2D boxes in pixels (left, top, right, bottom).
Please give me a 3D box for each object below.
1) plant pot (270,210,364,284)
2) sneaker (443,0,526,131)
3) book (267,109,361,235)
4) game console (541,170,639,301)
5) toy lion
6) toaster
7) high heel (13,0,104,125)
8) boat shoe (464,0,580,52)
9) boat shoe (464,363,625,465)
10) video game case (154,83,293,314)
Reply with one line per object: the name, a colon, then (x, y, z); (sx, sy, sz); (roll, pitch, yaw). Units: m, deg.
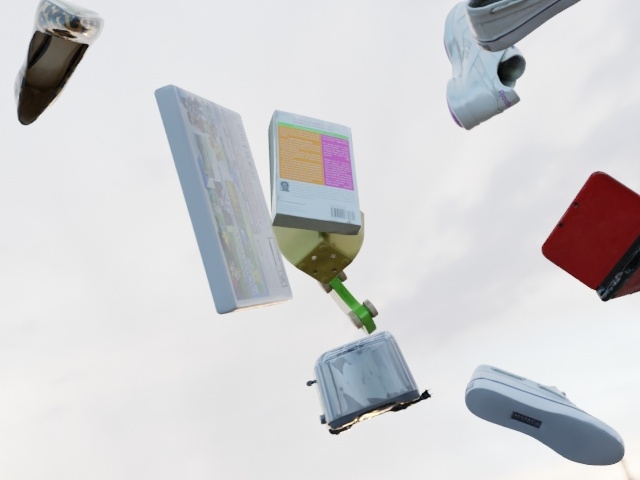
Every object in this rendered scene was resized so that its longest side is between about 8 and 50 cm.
plant pot: (0.000, 0.000, 1.105); (0.081, 0.083, 0.081); (33, -61, -28)
sneaker: (0.311, -0.338, 1.816); (0.152, 0.305, 0.114); (-20, -40, 28)
book: (-0.007, -0.074, 1.078); (0.096, 0.144, 0.035); (8, -38, -14)
game console: (0.330, -0.010, 1.043); (0.124, 0.085, 0.144); (-12, -33, -26)
toy lion: (0.035, 0.079, 1.195); (0.034, 0.100, 0.096); (-37, -30, -8)
toaster: (0.090, 0.269, 1.878); (0.227, 0.146, 0.129); (-19, -17, -8)
high heel: (-0.374, -0.240, 1.362); (0.093, 0.186, 0.261); (17, 4, -22)
boat shoe: (0.314, -0.376, 1.362); (0.267, 0.096, 0.088); (-35, -46, 2)
boat shoe: (0.354, 0.262, 1.521); (0.258, 0.084, 0.095); (26, -51, 3)
video game case: (-0.139, -0.056, 1.481); (0.036, 0.329, 0.300); (-17, -5, 13)
